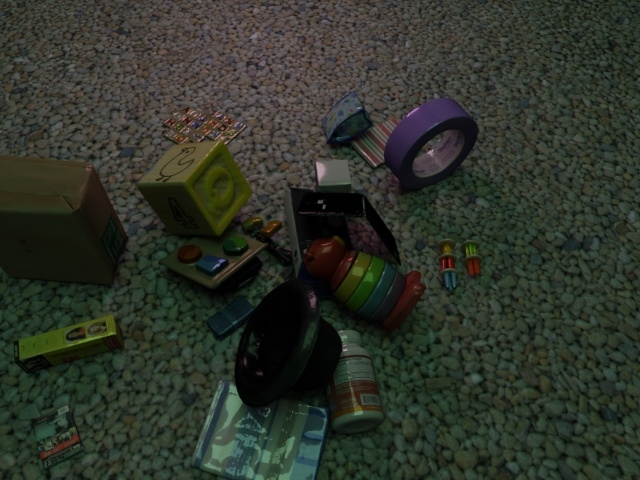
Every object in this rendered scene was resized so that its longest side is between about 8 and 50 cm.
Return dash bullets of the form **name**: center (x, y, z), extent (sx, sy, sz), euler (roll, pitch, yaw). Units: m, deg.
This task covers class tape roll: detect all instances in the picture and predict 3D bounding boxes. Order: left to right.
- **tape roll**: center (0.327, -0.282, 1.634), extent (0.274, 0.275, 0.090), euler (-23, 58, -17)

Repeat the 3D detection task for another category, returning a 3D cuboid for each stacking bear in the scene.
- **stacking bear**: center (0.092, 0.090, 1.386), extent (0.289, 0.164, 0.175), euler (31, 14, -1)

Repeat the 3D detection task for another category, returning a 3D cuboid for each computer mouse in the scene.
- **computer mouse**: center (-0.186, 0.091, 1.485), extent (0.184, 0.060, 0.262), euler (29, 47, 22)

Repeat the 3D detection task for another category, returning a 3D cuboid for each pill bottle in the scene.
- **pill bottle**: center (0.070, 0.326, 1.286), extent (0.121, 0.121, 0.216), euler (-6, 54, -6)

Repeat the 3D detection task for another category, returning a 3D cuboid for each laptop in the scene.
- **laptop**: center (0.077, -0.038, 1.467), extent (0.264, 0.137, 0.234), euler (1, 17, 3)

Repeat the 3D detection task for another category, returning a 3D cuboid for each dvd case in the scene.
- **dvd case**: center (-0.593, 0.440, 1.244), extent (0.087, 0.013, 0.119), euler (-24, 60, -18)

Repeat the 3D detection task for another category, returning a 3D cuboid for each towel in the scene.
- **towel**: center (-0.230, 0.198, 1.421), extent (0.119, 0.029, 0.067), euler (-35, 63, -23)
- **towel**: center (-0.130, 0.443, 1.248), extent (0.284, 0.034, 0.209), euler (13, 56, 7)
- **towel**: center (0.212, -0.318, 1.810), extent (0.197, 0.029, 0.144), euler (-28, 60, -17)

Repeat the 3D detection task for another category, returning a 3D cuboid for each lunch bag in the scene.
- **lunch bag**: center (0.080, -0.391, 1.801), extent (0.151, 0.096, 0.129), euler (-29, 40, 12)

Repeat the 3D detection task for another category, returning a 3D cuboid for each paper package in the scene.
- **paper package**: center (-0.688, -0.046, 1.396), extent (0.309, 0.325, 0.168), euler (5, 54, 2)

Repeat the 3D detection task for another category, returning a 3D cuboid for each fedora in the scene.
- **fedora**: center (-0.060, 0.249, 1.263), extent (0.152, 0.334, 0.334), euler (29, 51, -24)

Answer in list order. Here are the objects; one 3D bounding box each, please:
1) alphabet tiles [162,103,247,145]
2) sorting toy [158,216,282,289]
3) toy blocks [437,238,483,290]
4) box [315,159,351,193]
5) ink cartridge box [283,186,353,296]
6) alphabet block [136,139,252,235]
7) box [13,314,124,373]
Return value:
- **alphabet tiles**: center (-0.398, -0.374, 1.836), extent (0.237, 0.009, 0.198), euler (29, 59, 17)
- **sorting toy**: center (-0.258, 0.005, 1.499), extent (0.229, 0.041, 0.307), euler (17, 41, 32)
- **toy blocks**: center (0.388, 0.070, 1.520), extent (0.123, 0.054, 0.148), euler (3, 54, 1)
- **box**: center (0.037, -0.179, 1.664), extent (0.101, 0.087, 0.102), euler (-4, 55, -5)
- **ink cartridge box**: center (0.000, 0.000, 1.526), extent (0.165, 0.065, 0.333), euler (4, 53, -22)
- **alphabet block**: center (-0.342, -0.141, 1.517), extent (0.197, 0.193, 0.192), euler (2, 47, 35)
- **box**: center (-0.605, 0.251, 1.336), extent (0.232, 0.087, 0.058), euler (-14, 58, -13)
